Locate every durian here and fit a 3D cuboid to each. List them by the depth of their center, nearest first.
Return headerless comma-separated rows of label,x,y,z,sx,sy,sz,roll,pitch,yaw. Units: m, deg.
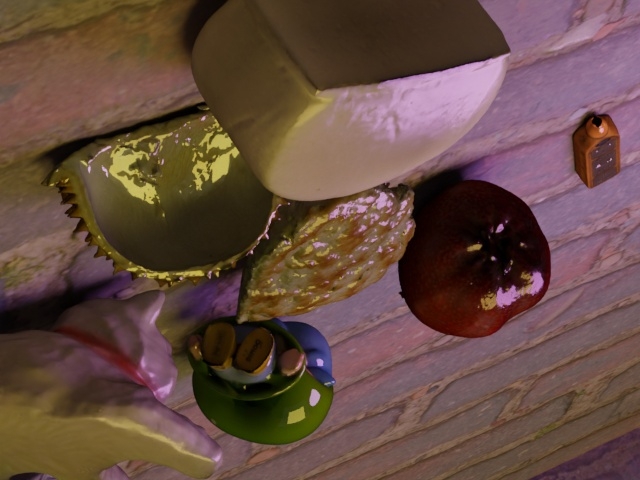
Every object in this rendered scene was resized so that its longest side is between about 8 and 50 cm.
durian,-0.116,-0.044,1.616,0.252,0.144,0.139,-16,135,-19

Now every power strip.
power strip,0.315,-0.104,2.147,0.049,0.028,0.178,-28,159,0

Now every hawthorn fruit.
hawthorn fruit,0.160,0.023,2.059,0.169,0.169,0.188,-21,178,-21

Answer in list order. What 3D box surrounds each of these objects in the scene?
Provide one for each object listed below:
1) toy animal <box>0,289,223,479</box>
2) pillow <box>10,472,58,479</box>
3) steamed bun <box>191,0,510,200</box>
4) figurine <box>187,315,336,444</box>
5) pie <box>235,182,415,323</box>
toy animal,-0.287,0.150,1.820,0.266,0.188,0.308,22,144,-40
pillow,-0.359,0.369,1.963,0.310,0.138,0.283,-76,-173,-67
steamed bun,0.016,-0.127,1.512,0.241,0.146,0.164,-16,153,-37
figurine,-0.068,0.143,2.045,0.162,0.143,0.263,5,167,11
pie,0.000,0.000,1.885,0.201,0.090,0.248,-22,157,-22
